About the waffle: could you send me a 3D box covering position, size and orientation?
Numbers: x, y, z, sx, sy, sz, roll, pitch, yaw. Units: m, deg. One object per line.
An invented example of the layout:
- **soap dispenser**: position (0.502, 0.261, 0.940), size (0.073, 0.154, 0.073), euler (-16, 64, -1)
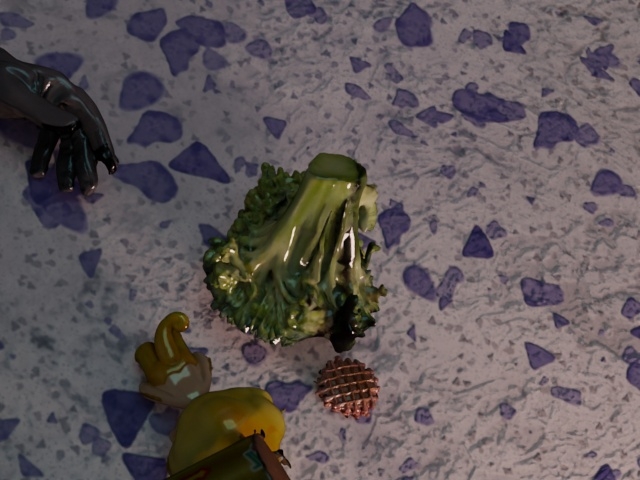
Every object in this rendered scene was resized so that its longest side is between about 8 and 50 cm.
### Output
- **waffle**: position (0.033, 0.179, 2.085), size (0.083, 0.029, 0.075), euler (24, 54, -3)

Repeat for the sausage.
- **sausage**: position (-0.171, 0.316, 1.821), size (0.317, 0.117, 0.125), euler (-26, 39, 6)

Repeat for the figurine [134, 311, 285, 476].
- **figurine**: position (-0.127, 0.202, 1.962), size (0.156, 0.131, 0.246), euler (-32, 61, -20)

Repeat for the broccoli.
- **broccoli**: position (0.000, 0.000, 2.047), size (0.263, 0.243, 0.247), euler (-19, 55, -35)

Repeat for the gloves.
- **gloves**: position (-0.363, -0.168, 2.089), size (0.285, 0.142, 0.119), euler (41, 83, 6)
